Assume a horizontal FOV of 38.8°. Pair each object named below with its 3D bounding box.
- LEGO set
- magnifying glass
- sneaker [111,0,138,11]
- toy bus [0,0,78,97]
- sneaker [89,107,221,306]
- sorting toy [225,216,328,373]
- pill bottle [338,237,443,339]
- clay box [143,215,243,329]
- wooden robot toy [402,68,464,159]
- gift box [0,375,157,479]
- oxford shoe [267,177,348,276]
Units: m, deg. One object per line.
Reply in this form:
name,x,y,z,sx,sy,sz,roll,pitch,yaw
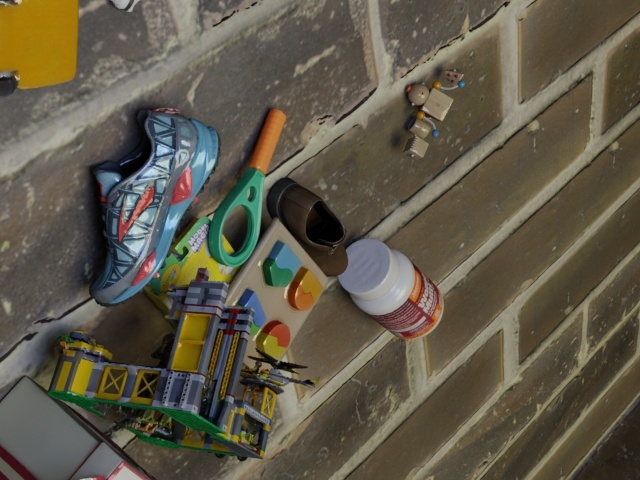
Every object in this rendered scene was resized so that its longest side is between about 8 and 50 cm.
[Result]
LEGO set,-0.177,0.155,1.193,0.331,0.254,0.192,44,52,-51
magnifying glass,-0.096,-0.074,1.263,0.092,0.026,0.231,37,67,-57
sneaker,-0.203,-0.307,1.032,0.109,0.040,0.044,-51,158,-8
toy bus,-0.378,-0.191,0.815,0.332,0.130,0.108,-16,125,-44
sneaker,-0.236,-0.047,1.126,0.125,0.104,0.262,27,91,-31
sorting toy,-0.069,0.094,1.350,0.193,0.038,0.208,-58,144,-17
pill bottle,0.123,0.085,1.583,0.121,0.121,0.221,-57,143,-6
clay box,-0.167,0.066,1.286,0.127,0.053,0.222,-52,141,-19
wooden robot toy,0.169,-0.226,1.510,0.079,0.076,0.173,28,90,-18
gift box,-0.328,0.352,1.109,0.255,0.258,0.276,-53,143,-12
oxford shoe,0.000,0.000,1.409,0.083,0.096,0.227,-54,144,-13
